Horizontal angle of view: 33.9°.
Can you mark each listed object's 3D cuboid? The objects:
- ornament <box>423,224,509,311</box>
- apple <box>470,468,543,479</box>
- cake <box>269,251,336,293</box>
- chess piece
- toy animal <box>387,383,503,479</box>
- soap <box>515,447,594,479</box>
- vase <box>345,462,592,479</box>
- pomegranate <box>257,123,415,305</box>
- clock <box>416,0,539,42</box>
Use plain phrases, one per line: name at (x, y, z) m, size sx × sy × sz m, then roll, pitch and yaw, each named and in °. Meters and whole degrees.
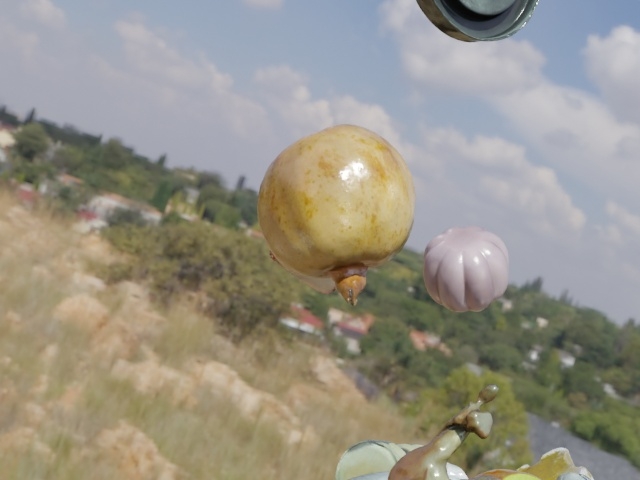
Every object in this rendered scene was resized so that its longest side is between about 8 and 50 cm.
ornament at (0.291, 0.062, 2.096) m, size 0.177 × 0.178 × 0.177 m, roll 19°, pitch 1°, yaw 0°
apple at (0.257, 0.387, 1.396) m, size 0.163 × 0.146 × 0.147 m, roll 37°, pitch 40°, yaw 25°
cake at (0.000, 0.000, 2.132) m, size 0.158 × 0.160 × 0.262 m, roll 37°, pitch 6°, yaw -4°
chess piece at (0.186, 0.564, 2.518) m, size 0.182 × 0.182 × 0.330 m, roll 19°, pitch 3°, yaw 30°
toy animal at (0.088, 0.285, 1.085) m, size 0.157 × 0.097 × 0.312 m, roll -24°, pitch 13°, yaw 39°
soap at (0.428, 0.613, 2.011) m, size 0.293 × 0.335 × 0.156 m, roll -26°, pitch 15°, yaw -5°
vase at (0.211, 0.450, 1.550) m, size 0.445 × 0.250 × 0.250 m, roll 0°, pitch 7°, yaw -18°
pomegranate at (0.021, -0.045, 1.331) m, size 0.207 × 0.207 × 0.207 m, roll 19°, pitch 1°, yaw 0°
clock at (0.216, -0.386, 1.448) m, size 0.226 × 0.226 × 0.049 m, roll 18°, pitch -8°, yaw -32°
